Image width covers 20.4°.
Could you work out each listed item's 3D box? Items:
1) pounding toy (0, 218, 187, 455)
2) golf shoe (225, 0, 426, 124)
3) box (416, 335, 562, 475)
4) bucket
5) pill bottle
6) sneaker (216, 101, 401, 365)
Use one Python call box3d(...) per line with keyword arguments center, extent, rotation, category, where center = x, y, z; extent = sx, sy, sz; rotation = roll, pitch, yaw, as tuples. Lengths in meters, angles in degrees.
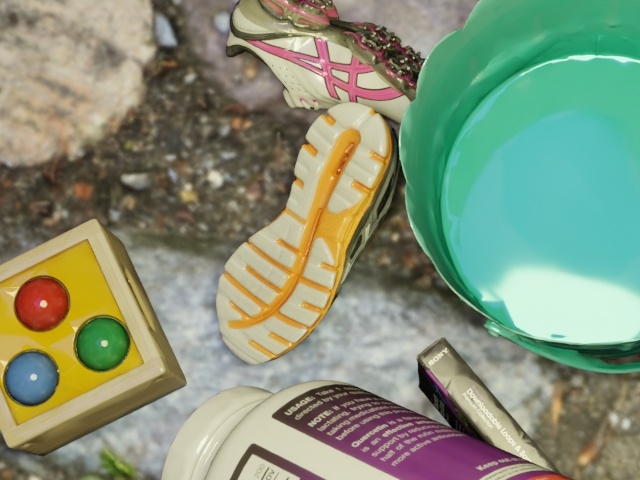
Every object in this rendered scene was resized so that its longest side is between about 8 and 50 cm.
box3d(center=(-0.235, 0.067, 1.322), extent=(0.206, 0.094, 0.181), rotation=(-26, 77, 1), category="pounding toy")
box3d(center=(0.015, -0.129, 1.352), extent=(0.186, 0.067, 0.086), rotation=(35, 117, 8), category="golf shoe")
box3d(center=(0.127, 0.145, 1.246), extent=(0.029, 0.116, 0.162), rotation=(-40, 77, -7), category="box")
box3d(center=(0.196, -0.044, 1.242), extent=(0.281, 0.183, 0.281), rotation=(-2, 79, 8), category="bucket")
box3d(center=(0.044, 0.202, 1.166), extent=(0.323, 0.181, 0.181), rotation=(20, 80, 44), category="pill bottle")
box3d(center=(0.000, 0.000, 1.316), extent=(0.084, 0.083, 0.215), rotation=(36, 103, 18), category="sneaker")
